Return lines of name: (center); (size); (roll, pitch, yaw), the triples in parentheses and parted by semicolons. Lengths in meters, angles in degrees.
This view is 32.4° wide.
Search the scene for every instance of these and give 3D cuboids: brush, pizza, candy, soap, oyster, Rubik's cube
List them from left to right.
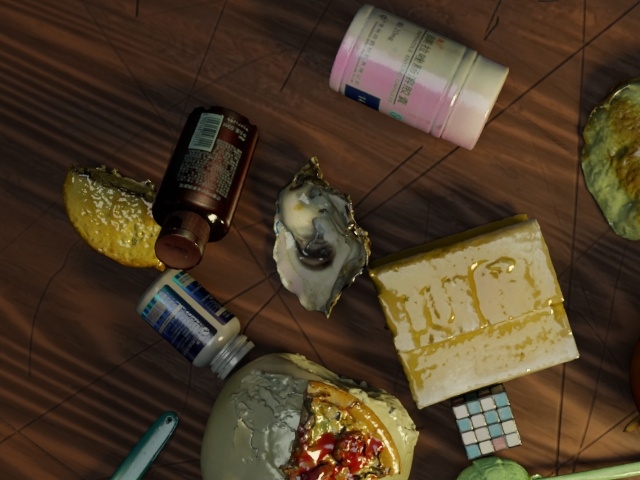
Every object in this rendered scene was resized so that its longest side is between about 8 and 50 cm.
brush: (-0.306, 0.373, 1.880); (0.043, 0.032, 0.193); (36, 82, 9)
oyster: (0.000, 0.000, 1.802); (0.214, 0.083, 0.223); (46, 123, 34)
pizza: (0.019, 0.323, 1.605); (0.201, 0.053, 0.193); (38, 84, -16)
soap: (0.242, 0.116, 1.763); (0.281, 0.143, 0.259); (-20, 92, 1)
Rubik's cube: (0.266, 0.291, 1.779); (0.092, 0.092, 0.092); (-17, 89, 6)
candy: (0.429, 0.377, 1.770); (0.440, 0.119, 0.119); (-11, 89, -1)

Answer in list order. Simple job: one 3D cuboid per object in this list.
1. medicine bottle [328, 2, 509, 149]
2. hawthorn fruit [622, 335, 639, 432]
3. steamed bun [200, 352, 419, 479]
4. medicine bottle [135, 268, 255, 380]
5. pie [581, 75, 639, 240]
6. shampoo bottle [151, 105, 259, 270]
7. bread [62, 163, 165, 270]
medicine bottle: (0.157, -0.260, 1.757); (0.254, 0.152, 0.152); (25, 93, 6)
hawthorn fruit: (0.586, 0.216, 1.673); (0.298, 0.277, 0.277); (-37, 86, 25)
steamed bun: (-0.029, 0.353, 1.744); (0.334, 0.233, 0.312); (15, 91, 7)
medicine bottle: (-0.205, 0.139, 1.824); (0.191, 0.107, 0.107); (42, 95, 4)
pie: (0.545, -0.138, 1.751); (0.257, 0.105, 0.274); (-2, 88, 21)
shampoo bottle: (-0.184, -0.085, 1.725); (0.129, 0.323, 0.084); (19, 132, -8)
bread: (-0.306, -0.027, 1.813); (0.261, 0.160, 0.147); (22, 99, 0)
